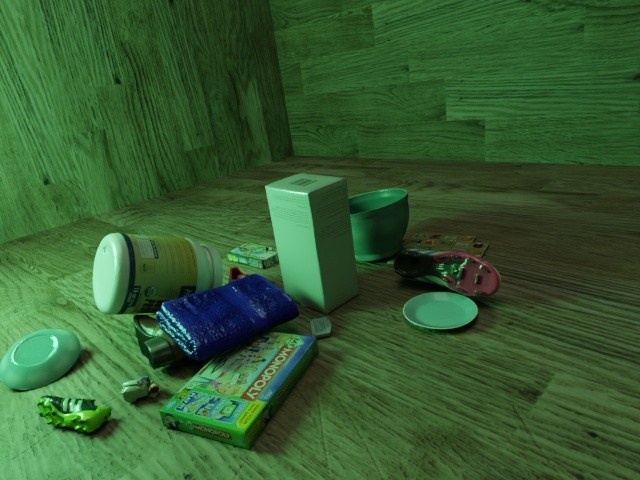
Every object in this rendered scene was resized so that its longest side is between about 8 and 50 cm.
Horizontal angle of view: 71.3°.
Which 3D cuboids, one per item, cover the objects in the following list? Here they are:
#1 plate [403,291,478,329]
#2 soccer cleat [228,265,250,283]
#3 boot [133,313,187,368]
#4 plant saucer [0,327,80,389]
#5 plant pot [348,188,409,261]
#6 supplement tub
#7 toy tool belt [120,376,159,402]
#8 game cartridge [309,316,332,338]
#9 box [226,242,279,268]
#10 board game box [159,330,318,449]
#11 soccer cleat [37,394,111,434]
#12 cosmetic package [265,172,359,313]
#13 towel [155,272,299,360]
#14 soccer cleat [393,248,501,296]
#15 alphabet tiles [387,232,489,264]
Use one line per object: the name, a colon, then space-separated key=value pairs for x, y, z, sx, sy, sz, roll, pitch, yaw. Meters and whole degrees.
plate: x=0.311 y=0.188 z=1.165 sx=0.188 sy=0.024 sz=0.188 roll=-7 pitch=21 yaw=3
soccer cleat: x=-0.221 y=0.153 z=1.368 sx=0.083 sy=0.095 sz=0.248 roll=-19 pitch=22 yaw=-27
boot: x=-0.352 y=0.229 z=1.229 sx=0.281 sy=0.096 sz=0.264 roll=-16 pitch=13 yaw=-32
plant saucer: x=-0.744 y=0.298 z=1.177 sx=0.195 sy=0.037 sz=0.194 roll=3 pitch=40 yaw=-2
plant pot: x=0.181 y=-0.046 z=1.575 sx=0.294 sy=0.196 sz=0.293 roll=-14 pitch=17 yaw=4
supplement tub: x=-0.474 y=0.101 z=1.318 sx=0.317 sy=0.228 sz=0.228 roll=5 pitch=7 yaw=-41
toy tool belt: x=-0.413 y=0.334 z=1.028 sx=0.084 sy=0.052 sz=0.051 roll=-11 pitch=29 yaw=-9
game cartridge: x=0.002 y=0.232 z=1.184 sx=0.056 sy=0.017 sz=0.083 roll=-13 pitch=21 yaw=-1
box: x=-0.252 y=0.058 z=1.722 sx=0.207 sy=0.036 sz=0.114 roll=9 pitch=27 yaw=40
board game box: x=-0.166 y=0.310 z=1.001 sx=0.214 sy=0.046 sz=0.317 roll=1 pitch=22 yaw=25
soccer cleat: x=-0.540 y=0.373 z=0.978 sx=0.179 sy=0.060 sz=0.072 roll=7 pitch=15 yaw=22
cosmetic package: x=-0.021 y=0.005 z=1.298 sx=0.155 sy=0.365 sz=0.197 roll=-27 pitch=30 yaw=-37
towel: x=-0.237 y=0.179 z=1.153 sx=0.308 sy=0.076 sz=0.228 roll=-20 pitch=31 yaw=-40
soccer cleat: x=0.372 y=0.080 z=1.286 sx=0.332 sy=0.115 sz=0.143 roll=12 pitch=7 yaw=44
alphabet tiles: x=0.396 y=0.032 z=1.564 sx=0.343 sy=0.011 sz=0.285 roll=5 pitch=24 yaw=32
